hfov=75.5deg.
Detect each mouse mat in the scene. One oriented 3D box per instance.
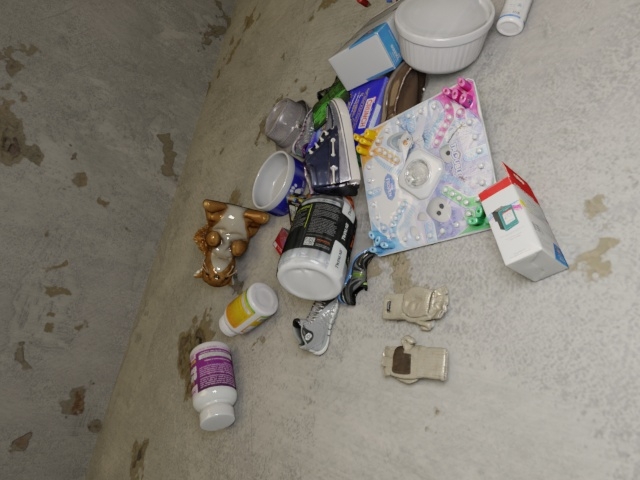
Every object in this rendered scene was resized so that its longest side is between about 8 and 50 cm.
[{"bbox_3d":[0.036,-0.502,1.519,0.189,0.007,0.153,-36,44,35],"label":"mouse mat"}]

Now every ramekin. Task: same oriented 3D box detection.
[{"bbox_3d":[0.349,-0.595,1.187,0.272,0.127,0.273,-5,55,7],"label":"ramekin"}]

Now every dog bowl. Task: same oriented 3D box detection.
[{"bbox_3d":[-0.176,-0.240,1.764,0.264,0.104,0.265,-28,51,41],"label":"dog bowl"}]

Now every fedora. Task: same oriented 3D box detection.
[{"bbox_3d":[-0.171,-0.537,1.895,0.276,0.124,0.244,-58,37,12],"label":"fedora"}]

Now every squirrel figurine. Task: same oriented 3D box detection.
[{"bbox_3d":[-0.438,0.017,1.882,0.397,0.280,0.371,-159,80,-68],"label":"squirrel figurine"}]

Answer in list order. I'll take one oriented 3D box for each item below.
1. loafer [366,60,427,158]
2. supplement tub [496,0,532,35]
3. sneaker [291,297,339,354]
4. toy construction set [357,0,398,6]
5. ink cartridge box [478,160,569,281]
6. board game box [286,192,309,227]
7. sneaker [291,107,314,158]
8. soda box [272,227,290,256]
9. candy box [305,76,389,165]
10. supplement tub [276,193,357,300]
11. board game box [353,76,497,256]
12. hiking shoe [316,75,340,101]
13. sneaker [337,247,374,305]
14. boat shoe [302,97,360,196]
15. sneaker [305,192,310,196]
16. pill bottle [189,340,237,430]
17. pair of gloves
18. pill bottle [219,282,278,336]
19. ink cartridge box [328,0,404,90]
[{"bbox_3d":[0.263,-0.373,1.280,0.130,0.133,0.366,24,101,47],"label":"loafer"},{"bbox_3d":[0.524,-0.618,1.112,0.071,0.071,0.107,16,84,53],"label":"supplement tub"},{"bbox_3d":[-0.022,0.237,1.296,0.086,0.132,0.229,-8,66,49],"label":"sneaker"},{"bbox_3d":[0.288,-0.953,1.499,0.308,0.258,0.237,-21,10,25],"label":"toy construction set"},{"bbox_3d":[0.423,-0.042,0.884,0.078,0.134,0.231,-35,46,36],"label":"ink cartridge box"},{"bbox_3d":[-0.058,-0.094,1.530,0.170,0.048,0.141,23,126,53],"label":"board game box"},{"bbox_3d":[-0.032,-0.445,1.735,0.098,0.083,0.224,35,105,32],"label":"sneaker"},{"bbox_3d":[-0.078,0.056,1.495,0.084,0.092,0.263,-59,37,14],"label":"soda box"},{"bbox_3d":[0.117,-0.410,1.472,0.317,0.122,0.269,16,84,55],"label":"candy box"},{"bbox_3d":[0.000,0.000,1.291,0.207,0.207,0.338,-28,34,41],"label":"supplement tub"},{"bbox_3d":[0.264,-0.183,1.128,0.389,0.050,0.391,-18,75,44],"label":"board game box"},{"bbox_3d":[0.047,-0.585,1.656,0.086,0.114,0.227,-1,71,51],"label":"hiking shoe"},{"bbox_3d":[0.121,0.112,1.255,0.078,0.067,0.188,27,92,32],"label":"sneaker"},{"bbox_3d":[0.017,-0.294,1.287,0.127,0.157,0.341,104,158,-67],"label":"boat shoe"},{"bbox_3d":[0.003,-0.181,1.554,0.192,0.064,0.086,-19,42,51],"label":"sneaker"},{"bbox_3d":[-0.411,0.556,1.587,0.169,0.169,0.302,-48,40,24],"label":"pill bottle"},{"bbox_3d":[0.239,0.237,1.048,0.204,0.042,0.240,-24,52,47],"label":"pair of gloves"},{"bbox_3d":[-0.287,0.278,1.605,0.245,0.136,0.137,-39,45,33],"label":"pill bottle"},{"bbox_3d":[0.205,-0.670,1.395,0.223,0.129,0.308,-5,41,50],"label":"ink cartridge box"}]
